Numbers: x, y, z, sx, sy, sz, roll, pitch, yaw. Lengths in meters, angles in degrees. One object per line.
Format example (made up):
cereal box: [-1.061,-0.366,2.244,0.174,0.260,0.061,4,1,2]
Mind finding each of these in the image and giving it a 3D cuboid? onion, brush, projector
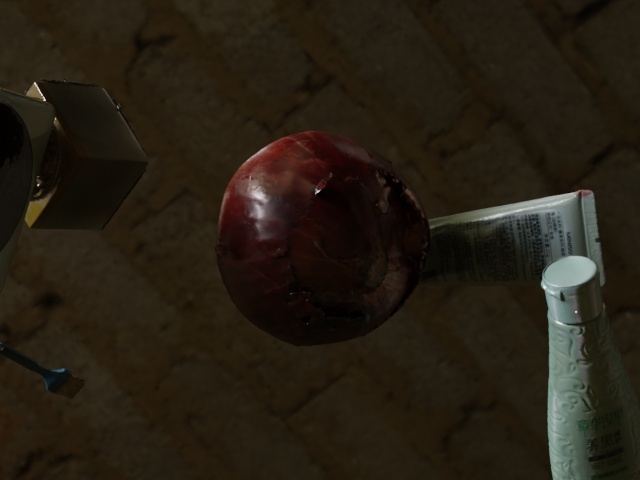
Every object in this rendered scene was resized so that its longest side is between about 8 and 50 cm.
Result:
onion: [0.000,0.000,1.647,0.276,0.276,0.276,51,-172,-10]
brush: [-0.462,0.209,2.138,0.164,0.051,0.014,35,-158,-25]
projector: [-0.441,-0.067,1.538,0.079,0.259,0.257,17,-179,24]

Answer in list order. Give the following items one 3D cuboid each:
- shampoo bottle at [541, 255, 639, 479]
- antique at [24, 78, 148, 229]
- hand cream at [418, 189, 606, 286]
shampoo bottle: [0.178,0.095,0.863,0.041,0.069,0.191,-97,-7,-58]
antique: [-0.341,-0.113,1.739,0.148,0.147,0.152,-2,-130,-48]
hand cream: [0.211,0.009,1.724,0.077,0.340,0.124,-12,-84,-56]
